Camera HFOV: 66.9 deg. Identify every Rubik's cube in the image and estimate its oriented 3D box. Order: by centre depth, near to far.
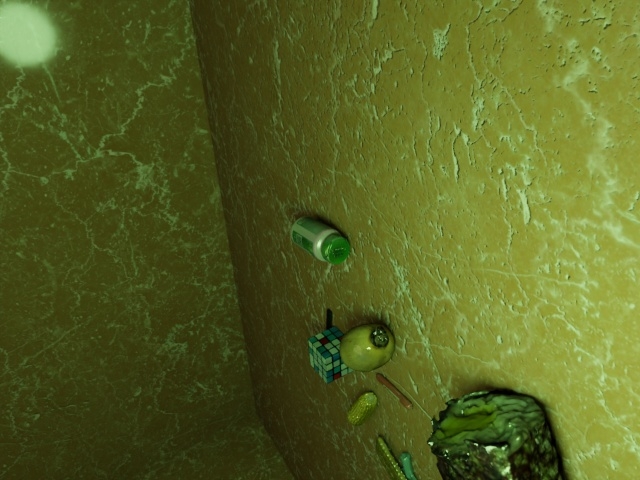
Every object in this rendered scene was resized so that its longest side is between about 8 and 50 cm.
[{"bbox_3d":[0.048,0.498,2.115,0.154,0.151,0.155,37,138,49],"label":"Rubik's cube"}]

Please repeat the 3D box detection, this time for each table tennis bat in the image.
[{"bbox_3d":[0.358,0.949,1.931,0.153,0.040,0.245,23,130,62],"label":"table tennis bat"}]

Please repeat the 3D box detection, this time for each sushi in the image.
[{"bbox_3d":[0.435,0.546,1.188,0.281,0.299,0.294,-17,95,38],"label":"sushi"}]

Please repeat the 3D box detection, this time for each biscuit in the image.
[{"bbox_3d":[0.300,0.953,2.018,0.255,0.029,0.172,55,160,41],"label":"biscuit"}]

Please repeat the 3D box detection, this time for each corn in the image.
[{"bbox_3d":[0.179,0.722,2.077,0.091,0.091,0.260,26,142,8],"label":"corn"}]

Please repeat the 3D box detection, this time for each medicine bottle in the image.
[{"bbox_3d":[0.000,0.000,1.875,0.274,0.133,0.134,30,134,56],"label":"medicine bottle"}]

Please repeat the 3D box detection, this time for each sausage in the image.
[{"bbox_3d":[0.276,0.568,1.833,0.223,0.029,0.030,34,137,53],"label":"sausage"}]

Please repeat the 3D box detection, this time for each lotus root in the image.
[{"bbox_3d":[0.176,0.372,1.721,0.183,0.182,0.310,63,154,16],"label":"lotus root"}]

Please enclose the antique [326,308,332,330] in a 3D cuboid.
[{"bbox_3d":[0.040,0.390,2.213,0.031,0.015,0.192,44,145,42],"label":"antique"}]
